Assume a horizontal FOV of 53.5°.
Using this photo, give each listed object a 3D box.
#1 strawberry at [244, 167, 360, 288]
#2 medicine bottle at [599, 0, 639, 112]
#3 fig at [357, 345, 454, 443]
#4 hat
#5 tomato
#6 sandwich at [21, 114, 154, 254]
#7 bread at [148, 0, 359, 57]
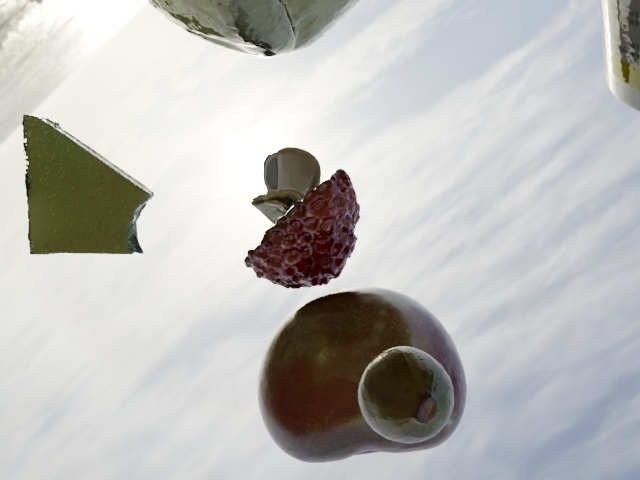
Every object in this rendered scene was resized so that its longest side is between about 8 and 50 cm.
[{"bbox_3d":[0.000,0.000,0.889,0.190,0.111,0.236,-37,175,-26],"label":"strawberry"},{"bbox_3d":[0.363,-0.299,0.578,0.209,0.339,0.208,-15,-139,14],"label":"medicine bottle"},{"bbox_3d":[0.068,0.121,0.488,0.074,0.074,0.088,-48,-171,-6],"label":"fig"},{"bbox_3d":[-0.034,-0.063,1.237,0.226,0.164,0.219,-51,-134,27],"label":"hat"},{"bbox_3d":[0.049,0.170,0.836,0.270,0.270,0.222,-24,-116,39],"label":"tomato"},{"bbox_3d":[-0.405,-0.096,1.126,0.063,0.212,0.244,-122,-147,-76],"label":"sandwich"},{"bbox_3d":[-0.061,-0.338,0.624,0.320,0.237,0.320,-44,174,-6],"label":"bread"}]
